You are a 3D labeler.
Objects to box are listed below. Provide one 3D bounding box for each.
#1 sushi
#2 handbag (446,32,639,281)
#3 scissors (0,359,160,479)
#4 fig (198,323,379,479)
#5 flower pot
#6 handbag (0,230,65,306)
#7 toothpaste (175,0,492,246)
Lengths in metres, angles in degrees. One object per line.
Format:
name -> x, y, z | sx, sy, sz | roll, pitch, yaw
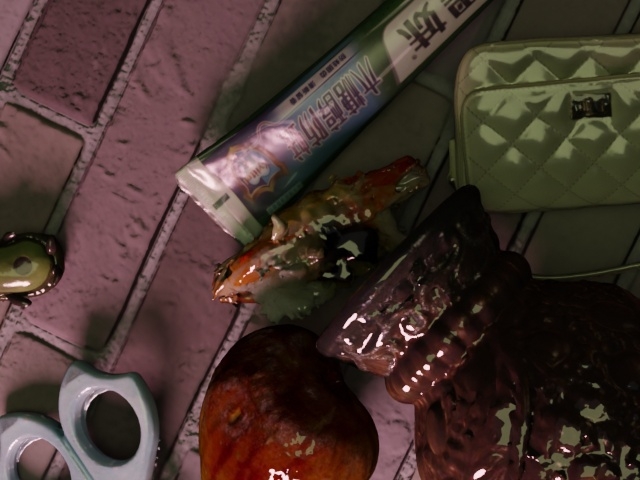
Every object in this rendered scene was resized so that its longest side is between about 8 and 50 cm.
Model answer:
sushi -> 0.002, 0.003, 1.201 | 0.226, 0.097, 0.103 | -36, 73, 8
handbag -> 0.238, -0.071, 1.190 | 0.256, 0.079, 0.219 | -4, 98, 8
scissors -> -0.163, 0.284, 1.255 | 0.191, 0.029, 0.360 | -37, 84, 17
fig -> -0.048, 0.207, 1.211 | 0.170, 0.146, 0.274 | 51, 131, 30
flower pot -> 0.154, 0.109, 1.118 | 0.267, 0.266, 0.266 | 45, 97, 6
handbag -> -0.293, 0.029, 1.268 | 0.111, 0.047, 0.072 | -11, 91, 5
toothpaste -> 0.039, -0.153, 1.213 | 0.392, 0.061, 0.099 | -43, 101, 9
